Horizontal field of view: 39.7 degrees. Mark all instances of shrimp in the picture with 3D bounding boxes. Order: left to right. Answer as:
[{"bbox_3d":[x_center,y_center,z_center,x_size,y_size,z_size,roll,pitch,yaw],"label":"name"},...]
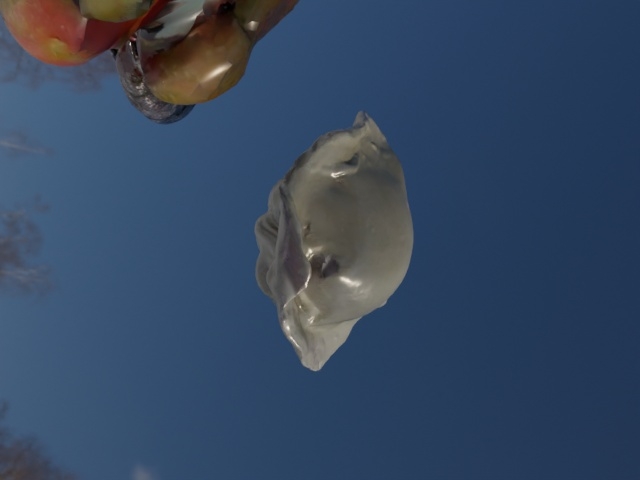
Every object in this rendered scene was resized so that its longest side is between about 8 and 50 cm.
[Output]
[{"bbox_3d":[-0.110,-0.123,0.586,0.165,0.056,0.065,86,24,-72],"label":"shrimp"}]

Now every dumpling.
[{"bbox_3d":[0.000,0.000,0.611,0.108,0.127,0.188,17,-83,32],"label":"dumpling"}]

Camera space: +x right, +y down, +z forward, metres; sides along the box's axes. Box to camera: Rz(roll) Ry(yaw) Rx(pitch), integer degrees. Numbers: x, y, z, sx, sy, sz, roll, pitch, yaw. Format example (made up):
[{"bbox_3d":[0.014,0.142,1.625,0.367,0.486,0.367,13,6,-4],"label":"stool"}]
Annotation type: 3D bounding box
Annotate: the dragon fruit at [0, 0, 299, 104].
[{"bbox_3d":[-0.090,-0.209,0.447,0.243,0.227,0.307,22,-118,23],"label":"dragon fruit"}]
